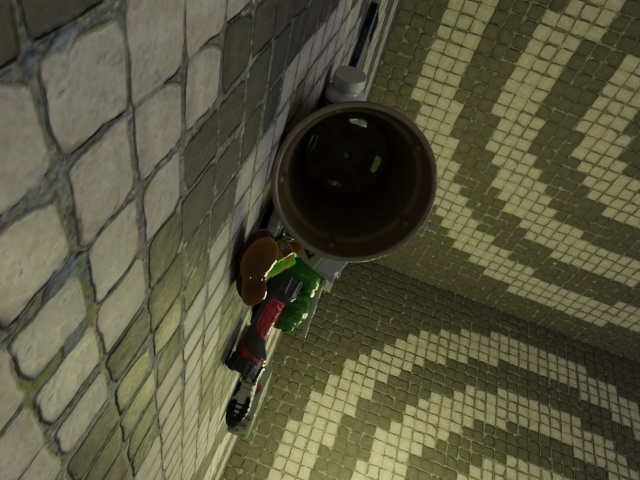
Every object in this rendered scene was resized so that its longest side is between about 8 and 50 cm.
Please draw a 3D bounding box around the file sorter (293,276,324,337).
[{"bbox_3d":[-0.089,0.198,1.785,0.277,0.173,0.193,-55,164,-81],"label":"file sorter"}]

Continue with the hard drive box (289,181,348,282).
[{"bbox_3d":[0.035,-0.028,1.347,0.232,0.089,0.181,-51,-142,-1],"label":"hard drive box"}]

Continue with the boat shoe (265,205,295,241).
[{"bbox_3d":[-0.062,-0.047,1.203,0.306,0.105,0.113,-47,157,-83],"label":"boat shoe"}]

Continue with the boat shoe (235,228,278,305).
[{"bbox_3d":[-0.135,0.044,0.960,0.207,0.073,0.073,113,-37,-45],"label":"boat shoe"}]

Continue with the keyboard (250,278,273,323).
[{"bbox_3d":[-0.174,0.176,1.540,0.180,0.023,0.108,-67,177,-50],"label":"keyboard"}]

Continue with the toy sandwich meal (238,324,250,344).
[{"bbox_3d":[-0.218,0.292,1.444,0.085,0.029,0.085,21,90,-87],"label":"toy sandwich meal"}]

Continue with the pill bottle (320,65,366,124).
[{"bbox_3d":[0.056,-0.350,1.256,0.180,0.108,0.108,107,4,-46],"label":"pill bottle"}]

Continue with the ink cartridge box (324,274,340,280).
[{"bbox_3d":[0.000,0.000,1.655,0.239,0.060,0.275,76,-5,-86],"label":"ink cartridge box"}]

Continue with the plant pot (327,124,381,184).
[{"bbox_3d":[0.066,-0.175,1.563,0.293,0.275,0.275,-50,167,-31],"label":"plant pot"}]

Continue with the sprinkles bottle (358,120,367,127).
[{"bbox_3d":[0.072,-0.300,1.811,0.121,0.121,0.355,-66,176,-54],"label":"sprinkles bottle"}]

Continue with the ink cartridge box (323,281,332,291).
[{"bbox_3d":[0.033,0.165,1.875,0.083,0.028,0.048,-63,172,-76],"label":"ink cartridge box"}]

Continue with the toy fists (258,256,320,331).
[{"bbox_3d":[-0.086,0.166,1.523,0.279,0.142,0.096,-67,166,-45],"label":"toy fists"}]

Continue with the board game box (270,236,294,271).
[{"bbox_3d":[-0.109,0.046,1.149,0.092,0.043,0.181,-29,172,-6],"label":"board game box"}]

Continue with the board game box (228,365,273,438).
[{"bbox_3d":[-0.302,0.693,2.097,0.303,0.097,0.224,110,2,-49],"label":"board game box"}]

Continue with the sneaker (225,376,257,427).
[{"bbox_3d":[-0.283,0.579,1.806,0.106,0.078,0.234,99,10,-65],"label":"sneaker"}]

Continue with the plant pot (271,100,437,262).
[{"bbox_3d":[0.067,-0.163,1.108,0.305,0.334,0.334,-92,-160,-68],"label":"plant pot"}]

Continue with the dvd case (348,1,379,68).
[{"bbox_3d":[0.138,-0.630,1.593,0.179,0.029,0.238,-53,164,-81],"label":"dvd case"}]

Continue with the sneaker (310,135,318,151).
[{"bbox_3d":[-0.001,-0.274,1.395,0.162,0.063,0.073,-63,-167,-25],"label":"sneaker"}]

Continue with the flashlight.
[{"bbox_3d":[-0.147,0.237,1.363,0.304,0.103,0.103,-61,-171,-12],"label":"flashlight"}]
